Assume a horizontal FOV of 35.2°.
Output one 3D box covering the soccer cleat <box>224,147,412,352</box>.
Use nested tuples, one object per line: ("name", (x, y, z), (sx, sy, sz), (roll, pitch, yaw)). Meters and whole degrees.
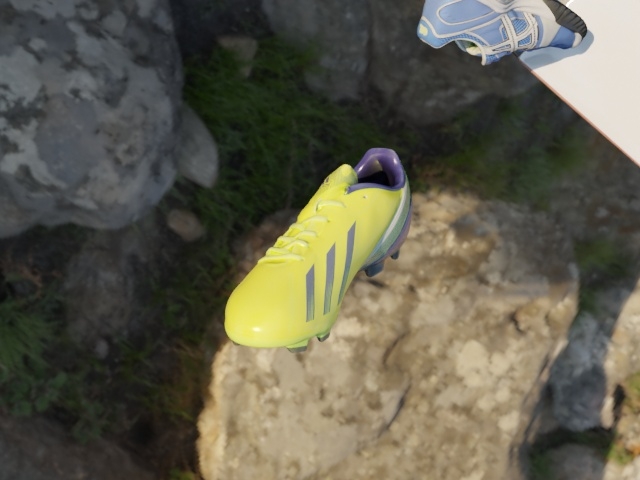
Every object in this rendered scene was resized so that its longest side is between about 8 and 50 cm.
("soccer cleat", (-0.001, 0.000, 0.880), (0.289, 0.093, 0.121), (-40, 136, -54))

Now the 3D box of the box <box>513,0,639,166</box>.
("box", (0.343, -0.241, 1.200), (0.168, 0.215, 0.345), (-49, -170, 16))

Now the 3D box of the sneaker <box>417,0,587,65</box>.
("sneaker", (0.170, -0.210, 0.953), (0.211, 0.080, 0.081), (7, 121, -40))
